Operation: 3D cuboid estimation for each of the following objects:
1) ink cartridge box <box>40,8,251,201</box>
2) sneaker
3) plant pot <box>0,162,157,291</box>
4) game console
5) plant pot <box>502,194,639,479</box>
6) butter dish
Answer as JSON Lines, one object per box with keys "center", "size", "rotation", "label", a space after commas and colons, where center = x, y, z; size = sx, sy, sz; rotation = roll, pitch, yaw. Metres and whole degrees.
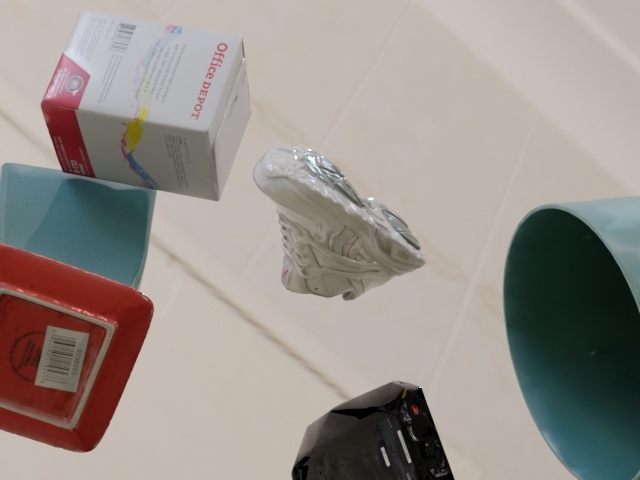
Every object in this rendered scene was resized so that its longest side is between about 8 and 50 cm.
{"center": [-0.171, -0.136, 1.630], "size": [0.176, 0.128, 0.127], "rotation": [11, -32, 11], "label": "ink cartridge box"}
{"center": [0.000, 0.000, 1.433], "size": [0.115, 0.090, 0.232], "rotation": [-41, -40, 11], "label": "sneaker"}
{"center": [-0.264, 0.061, 1.634], "size": [0.166, 0.234, 0.165], "rotation": [9, -56, -9], "label": "plant pot"}
{"center": [0.079, 0.323, 1.502], "size": [0.213, 0.044, 0.361], "rotation": [-37, -113, 53], "label": "game console"}
{"center": [0.358, 0.084, 1.628], "size": [0.235, 0.293, 0.293], "rotation": [-13, -55, -19], "label": "plant pot"}
{"center": [-0.238, 0.077, 1.365], "size": [0.160, 0.118, 0.160], "rotation": [20, -74, -12], "label": "butter dish"}
